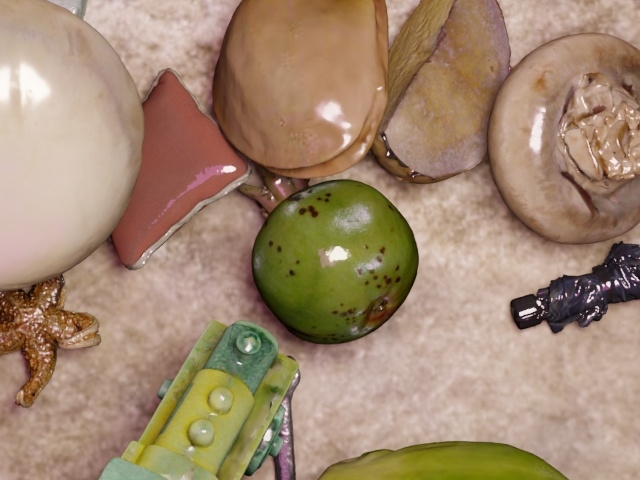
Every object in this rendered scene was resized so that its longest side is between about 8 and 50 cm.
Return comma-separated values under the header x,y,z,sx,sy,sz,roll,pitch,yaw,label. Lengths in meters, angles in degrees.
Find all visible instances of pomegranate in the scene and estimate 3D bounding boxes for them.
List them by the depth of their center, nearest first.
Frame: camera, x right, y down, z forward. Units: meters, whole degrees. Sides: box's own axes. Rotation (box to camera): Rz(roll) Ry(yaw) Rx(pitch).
x,y,z,sx,sy,sz,roll,pitch,yaw,label
0.000,0.000,1.354,0.181,0.181,0.224,-32,56,-2,pomegranate

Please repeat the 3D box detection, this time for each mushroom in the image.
x,y,z,sx,sy,sz,roll,pitch,yaw,label
-0.363,-0.107,1.264,0.356,0.315,0.315,18,85,8,mushroom
0.286,-0.107,1.334,0.226,0.178,0.227,2,87,-32,mushroom

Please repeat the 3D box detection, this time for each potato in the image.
x,y,z,sx,sy,sz,roll,pitch,yaw,label
0.136,-0.165,1.395,0.138,0.098,0.243,35,74,-25,potato

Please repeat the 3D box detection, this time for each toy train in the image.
x,y,z,sx,sy,sz,roll,pitch,yaw,label
-0.130,0.220,1.237,0.150,0.237,0.369,27,54,2,toy train

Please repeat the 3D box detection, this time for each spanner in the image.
x,y,z,sx,sy,sz,roll,pitch,yaw,label
-0.039,0.256,1.397,0.054,0.015,0.255,-4,85,-1,spanner

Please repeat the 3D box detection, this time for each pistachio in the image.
x,y,z,sx,sy,sz,roll,pitch,yaw,label
-0.024,-0.170,1.341,0.212,0.163,0.261,-25,45,29,pistachio

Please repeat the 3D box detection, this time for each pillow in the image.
x,y,z,sx,sy,sz,roll,pitch,yaw,label
-0.182,-0.075,1.393,0.179,0.075,0.171,-41,64,7,pillow

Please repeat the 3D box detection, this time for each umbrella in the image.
x,y,z,sx,sy,sz,roll,pitch,yaw,label
0.318,0.046,1.388,0.224,0.071,0.080,-17,57,4,umbrella

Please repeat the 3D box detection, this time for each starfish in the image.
x,y,z,sx,sy,sz,roll,pitch,yaw,label
-0.340,0.083,1.384,0.146,0.074,0.190,-37,84,-12,starfish

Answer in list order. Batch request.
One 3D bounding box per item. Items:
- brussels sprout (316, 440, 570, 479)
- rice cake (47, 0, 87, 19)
x,y,z,sx,sy,sz,roll,pitch,yaw,label
0.149,0.352,1.265,0.371,0.276,0.315,39,98,13,brussels sprout
-0.296,-0.273,1.429,0.069,0.063,0.207,14,85,0,rice cake
